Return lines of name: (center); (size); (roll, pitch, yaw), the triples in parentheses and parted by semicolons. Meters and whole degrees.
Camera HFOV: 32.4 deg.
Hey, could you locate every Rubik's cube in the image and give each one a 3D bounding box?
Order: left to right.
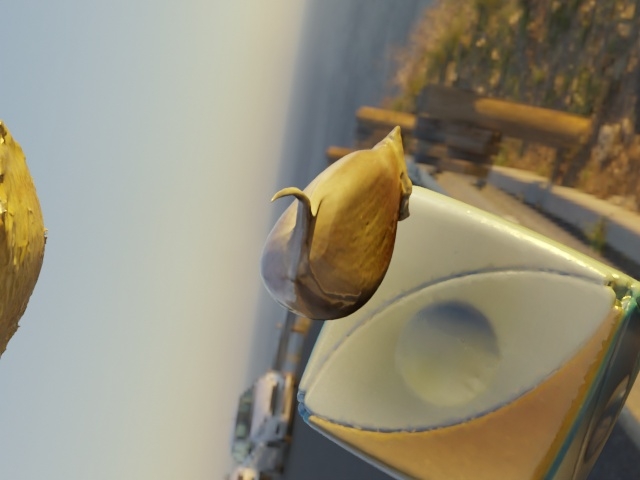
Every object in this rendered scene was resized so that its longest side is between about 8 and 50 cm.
Rubik's cube: (0.218, 0.152, 1.451); (0.351, 0.347, 0.352); (11, -76, -65)

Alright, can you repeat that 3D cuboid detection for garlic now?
garlic: (0.000, 0.004, 0.963); (0.266, 0.128, 0.148); (-43, -59, -68)

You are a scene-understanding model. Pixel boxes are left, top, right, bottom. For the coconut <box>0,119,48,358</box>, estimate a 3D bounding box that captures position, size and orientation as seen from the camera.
coconut: (-0.410, 0.001, 0.928); (0.346, 0.346, 0.360); (-94, 22, -75)
